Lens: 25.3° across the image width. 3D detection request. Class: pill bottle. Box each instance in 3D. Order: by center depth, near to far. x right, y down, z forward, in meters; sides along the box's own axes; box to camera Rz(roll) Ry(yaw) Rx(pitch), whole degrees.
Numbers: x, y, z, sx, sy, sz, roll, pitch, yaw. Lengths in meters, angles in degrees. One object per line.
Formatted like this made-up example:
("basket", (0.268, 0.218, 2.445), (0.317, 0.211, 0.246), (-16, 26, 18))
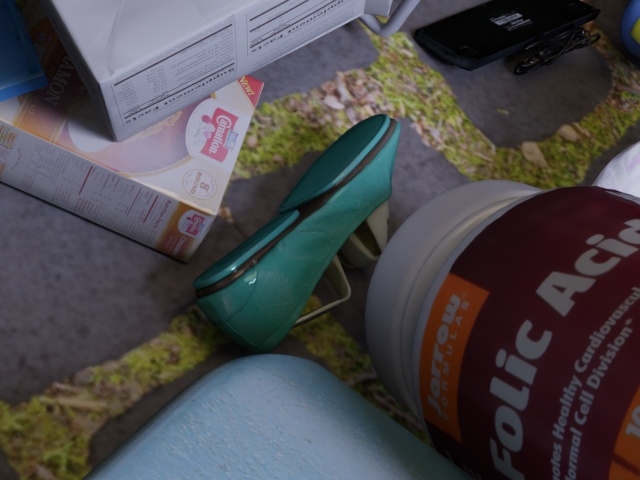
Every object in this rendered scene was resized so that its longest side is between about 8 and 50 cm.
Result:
("pill bottle", (0.194, 0.090, 0.868), (0.224, 0.224, 0.392), (-6, 16, -23))

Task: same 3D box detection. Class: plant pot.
("plant pot", (-0.028, 0.210, 0.792), (0.248, 0.247, 0.252), (36, 31, 1))

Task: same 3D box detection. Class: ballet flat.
("ballet flat", (0.000, 0.000, 1.062), (0.087, 0.083, 0.247), (56, 48, -14))

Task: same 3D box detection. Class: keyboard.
("keyboard", (0.179, -0.184, 1.313), (0.192, 0.038, 0.100), (-26, 48, -36))

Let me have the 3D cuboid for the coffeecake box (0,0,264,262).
("coffeecake box", (-0.151, -0.088, 1.044), (0.186, 0.068, 0.142), (24, 49, -10))

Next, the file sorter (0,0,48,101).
("file sorter", (-0.274, -0.173, 0.968), (0.118, 0.104, 0.170), (-21, 49, -9))

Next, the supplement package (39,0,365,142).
("supplement package", (-0.114, -0.238, 0.955), (0.204, 0.145, 0.261), (-29, 82, -8))

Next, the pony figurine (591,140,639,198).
("pony figurine", (0.369, -0.050, 1.124), (0.303, 0.351, 0.363), (22, 20, 8))

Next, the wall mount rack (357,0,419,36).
("wall mount rack", (0.041, -0.342, 1.283), (0.304, 0.130, 0.350), (48, 49, 11))

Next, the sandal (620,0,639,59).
("sandal", (0.366, -0.265, 1.408), (0.138, 0.126, 0.317), (42, 41, 11))

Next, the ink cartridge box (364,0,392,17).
("ink cartridge box", (-0.068, -0.303, 1.107), (0.289, 0.121, 0.211), (9, 79, 1))
